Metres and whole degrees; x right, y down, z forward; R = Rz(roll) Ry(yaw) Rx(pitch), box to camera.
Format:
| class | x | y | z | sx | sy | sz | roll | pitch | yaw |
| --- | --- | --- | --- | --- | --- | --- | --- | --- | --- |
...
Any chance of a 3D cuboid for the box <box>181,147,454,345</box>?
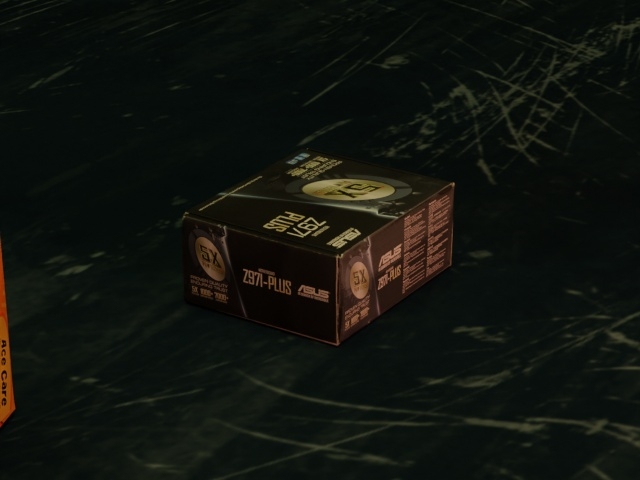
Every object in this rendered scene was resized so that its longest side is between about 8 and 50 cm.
| class | x | y | z | sx | sy | sz | roll | pitch | yaw |
| --- | --- | --- | --- | --- | --- | --- | --- | --- | --- |
| box | 0.000 | 0.000 | 1.441 | 0.147 | 0.077 | 0.180 | 15 | 28 | 30 |

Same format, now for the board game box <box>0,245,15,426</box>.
| class | x | y | z | sx | sy | sz | roll | pitch | yaw |
| --- | --- | --- | --- | --- | --- | --- | --- | --- | --- |
| board game box | -0.419 | 0.011 | 1.066 | 0.356 | 0.356 | 0.356 | 4 | 23 | 10 |
